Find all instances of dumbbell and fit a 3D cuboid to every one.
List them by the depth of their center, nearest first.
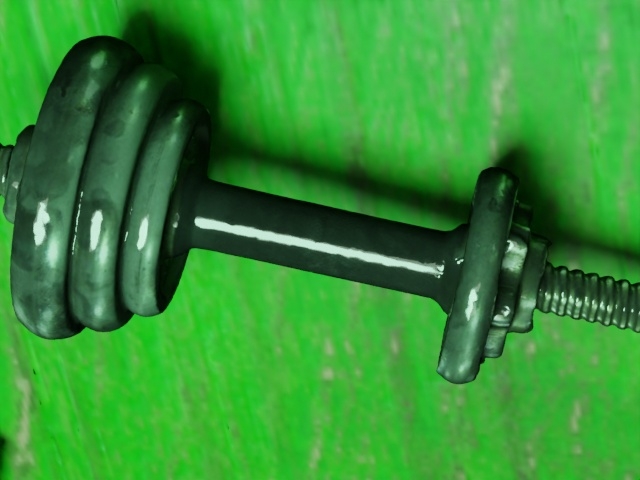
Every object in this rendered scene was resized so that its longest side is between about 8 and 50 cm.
[{"bbox_3d":[0.000,0.000,0.581,0.255,0.110,0.110,12,121,3],"label":"dumbbell"}]
